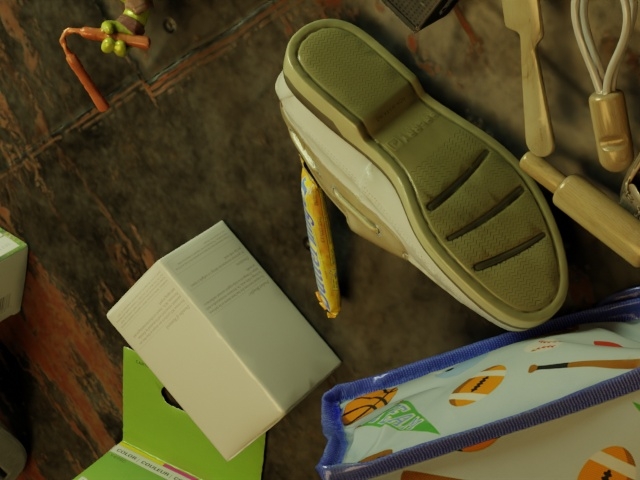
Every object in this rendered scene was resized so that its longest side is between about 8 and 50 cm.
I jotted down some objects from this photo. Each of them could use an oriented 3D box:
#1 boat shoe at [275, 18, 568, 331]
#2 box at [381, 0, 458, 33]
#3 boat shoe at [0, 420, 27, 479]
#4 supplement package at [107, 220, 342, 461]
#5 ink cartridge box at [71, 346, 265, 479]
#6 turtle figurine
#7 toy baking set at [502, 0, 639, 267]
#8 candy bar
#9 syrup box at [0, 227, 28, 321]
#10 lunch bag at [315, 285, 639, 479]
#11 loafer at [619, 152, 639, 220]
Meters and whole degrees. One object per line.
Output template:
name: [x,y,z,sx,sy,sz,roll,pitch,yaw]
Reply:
boat shoe: [0.079,-0.042,1.047,0.302,0.113,0.103,52,154,16]
box: [0.079,-0.321,0.939,0.216,0.060,0.270,46,128,7]
boat shoe: [-0.413,0.185,1.409,0.094,0.109,0.302,31,154,26]
supplement package: [-0.089,0.093,1.215,0.179,0.105,0.105,50,128,4]
ink cartridge box: [-0.163,0.264,1.349,0.188,0.097,0.255,21,122,24]
turtle figurine: [-0.145,-0.253,1.100,0.217,0.087,0.270,-6,100,27]
toy baking set: [0.220,-0.084,0.931,0.256,0.030,0.197,38,135,26]
candy bar: [0.000,0.000,1.139,0.040,0.018,0.161,-119,16,-51]
syrup box: [-0.437,0.004,1.405,0.237,0.093,0.096,28,125,19]
lunch bag: [0.226,0.222,0.978,0.385,0.239,0.328,-19,101,4]
loafer: [0.247,-0.045,0.973,0.045,0.039,0.125,25,123,20]
